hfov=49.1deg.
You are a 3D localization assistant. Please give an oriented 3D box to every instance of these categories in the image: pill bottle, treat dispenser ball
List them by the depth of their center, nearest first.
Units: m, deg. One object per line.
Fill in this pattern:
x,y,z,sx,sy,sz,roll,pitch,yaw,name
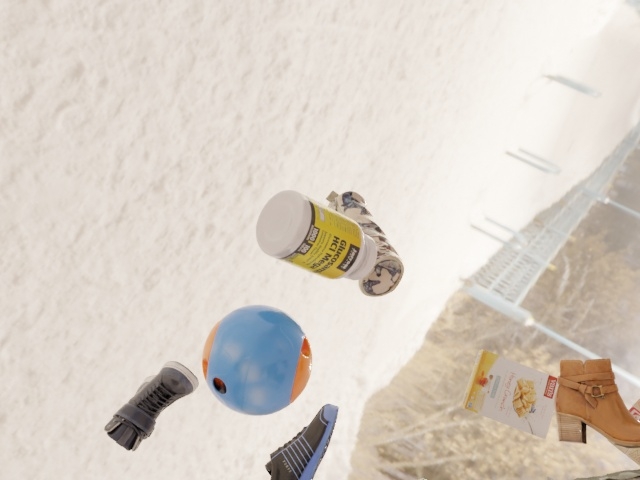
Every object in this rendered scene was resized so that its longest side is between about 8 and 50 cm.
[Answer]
-0.164,0.312,1.832,0.288,0.288,0.288,-51,159,-28,treat dispenser ball
0.000,0.000,1.935,0.334,0.188,0.187,24,96,-42,pill bottle

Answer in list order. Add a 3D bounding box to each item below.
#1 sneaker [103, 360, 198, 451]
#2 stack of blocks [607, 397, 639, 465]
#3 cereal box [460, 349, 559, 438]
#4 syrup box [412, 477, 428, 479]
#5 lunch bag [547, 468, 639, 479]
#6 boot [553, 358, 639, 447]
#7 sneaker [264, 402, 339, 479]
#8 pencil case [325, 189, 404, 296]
-0.338,0.335,1.396,0.226,0.086,0.163,-37,-167,49,sneaker
0.737,0.415,1.347,0.171,0.297,0.087,-30,143,-31,stack of blocks
0.528,0.422,1.931,0.047,0.240,0.172,114,-4,-80,cereal box
0.201,0.560,1.463,0.237,0.093,0.096,49,27,-63,syrup box
0.413,0.488,1.038,0.169,0.236,0.286,-169,-100,-67,lunch bag
0.516,0.285,1.239,0.073,0.197,0.152,41,52,-64,boot
-0.043,0.394,1.292,0.081,0.091,0.232,94,21,-56,sneaker
0.137,0.005,2.316,0.184,0.410,0.160,22,117,-35,pencil case
